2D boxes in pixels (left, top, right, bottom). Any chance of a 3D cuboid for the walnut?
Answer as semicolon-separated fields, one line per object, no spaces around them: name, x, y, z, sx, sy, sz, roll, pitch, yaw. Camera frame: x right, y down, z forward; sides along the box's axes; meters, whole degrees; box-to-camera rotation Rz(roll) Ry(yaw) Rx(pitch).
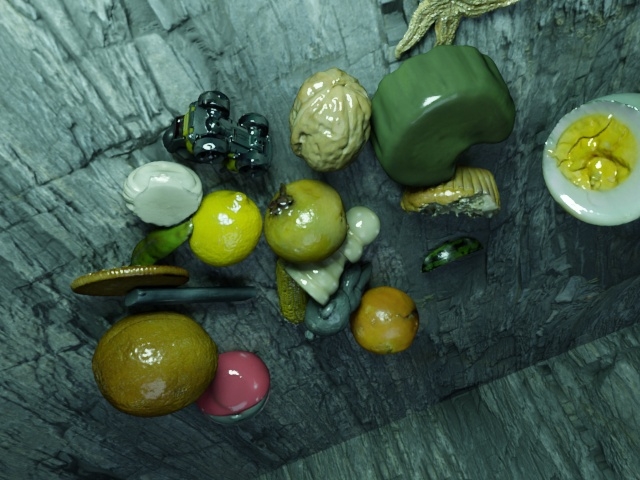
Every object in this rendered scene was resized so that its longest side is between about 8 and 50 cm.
walnut;0.020;-0.263;1.240;0.198;0.198;0.245;-3;146;-21

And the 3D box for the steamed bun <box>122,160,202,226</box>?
steamed bun;-0.374;-0.118;1.302;0.183;0.106;0.183;-9;144;-7

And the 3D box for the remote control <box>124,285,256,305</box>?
remote control;-0.372;0.161;1.619;0.378;0.044;0.107;2;166;-40

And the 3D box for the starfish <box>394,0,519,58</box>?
starfish;0.286;-0.501;1.187;0.299;0.060;0.302;-2;151;-34

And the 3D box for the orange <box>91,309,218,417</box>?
orange;-0.490;0.366;1.663;0.357;0.322;0.322;-4;140;-37

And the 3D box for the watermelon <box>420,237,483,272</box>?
watermelon;0.462;0.050;1.923;0.245;0.063;0.119;-24;160;-5

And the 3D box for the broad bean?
broad bean;-0.429;0.017;1.429;0.061;0.077;0.339;-14;168;-46

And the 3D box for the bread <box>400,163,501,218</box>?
bread;0.362;-0.136;1.536;0.274;0.149;0.274;3;174;0

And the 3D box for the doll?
doll;0.048;0.179;1.767;0.158;0.340;0.246;29;131;7

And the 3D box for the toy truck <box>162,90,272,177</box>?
toy truck;-0.226;-0.218;1.241;0.224;0.147;0.165;17;152;-41

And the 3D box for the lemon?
lemon;-0.245;-0.028;1.403;0.187;0.187;0.244;10;134;-33

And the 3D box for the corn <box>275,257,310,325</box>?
corn;-0.083;0.162;1.765;0.115;0.115;0.318;-14;140;-9

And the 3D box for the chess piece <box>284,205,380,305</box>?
chess piece;0.053;0.031;1.580;0.299;0.167;0.167;-46;140;-3

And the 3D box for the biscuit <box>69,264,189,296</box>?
biscuit;-0.505;0.107;1.473;0.305;0.038;0.305;-9;167;-2

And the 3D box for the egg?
egg;0.856;-0.243;1.543;0.340;0.354;0.354;-22;148;-36

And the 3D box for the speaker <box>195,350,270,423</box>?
speaker;-0.327;0.552;2.057;0.294;0.294;0.294;-13;141;-10

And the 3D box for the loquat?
loquat;-0.042;-0.051;1.432;0.244;0.244;0.244;-13;141;-10

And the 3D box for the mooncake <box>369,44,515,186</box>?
mooncake;0.272;-0.293;1.311;0.351;0.187;0.351;-13;152;-7

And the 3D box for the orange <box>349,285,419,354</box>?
orange;0.224;0.282;1.928;0.246;0.246;0.246;-13;141;-10
